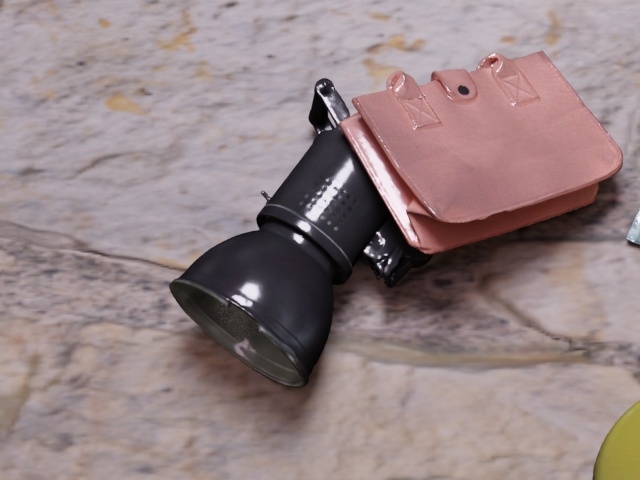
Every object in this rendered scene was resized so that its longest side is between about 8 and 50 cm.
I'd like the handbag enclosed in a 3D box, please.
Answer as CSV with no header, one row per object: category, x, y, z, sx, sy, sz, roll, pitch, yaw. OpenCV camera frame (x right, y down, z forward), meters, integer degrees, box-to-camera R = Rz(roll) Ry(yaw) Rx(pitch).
handbag,0.139,-0.083,1.528,0.213,0.059,0.157,-16,63,-30

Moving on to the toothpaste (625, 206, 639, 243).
toothpaste,0.368,0.010,1.525,0.205,0.036,0.056,22,76,20

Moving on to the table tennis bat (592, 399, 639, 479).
table tennis bat,0.403,0.213,1.420,0.369,0.054,0.224,8,52,13

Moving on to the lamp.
lamp,0.000,0.000,1.544,0.172,0.147,0.227,36,73,8
